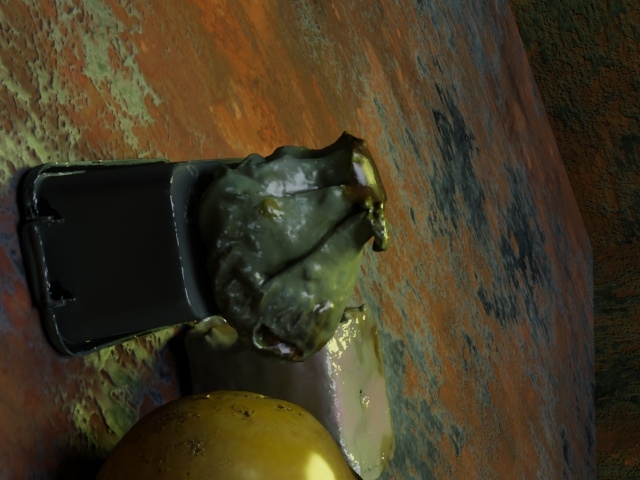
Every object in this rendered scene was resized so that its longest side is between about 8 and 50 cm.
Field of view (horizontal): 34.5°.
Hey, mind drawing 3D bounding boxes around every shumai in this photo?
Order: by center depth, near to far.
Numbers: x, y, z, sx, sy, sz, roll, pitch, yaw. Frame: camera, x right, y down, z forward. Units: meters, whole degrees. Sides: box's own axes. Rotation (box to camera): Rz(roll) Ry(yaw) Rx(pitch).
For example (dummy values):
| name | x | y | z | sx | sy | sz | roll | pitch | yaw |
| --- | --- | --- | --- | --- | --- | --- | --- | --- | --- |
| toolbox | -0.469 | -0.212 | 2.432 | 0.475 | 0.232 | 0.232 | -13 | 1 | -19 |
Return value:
| name | x | y | z | sx | sy | sz | roll | pitch | yaw |
| --- | --- | --- | --- | --- | --- | --- | --- | --- | --- |
| shumai | 0.001 | 0.006 | 0.838 | 0.184 | 0.141 | 0.184 | 36 | 48 | -56 |

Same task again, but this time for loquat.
| name | x | y | z | sx | sy | sz | roll | pitch | yaw |
| --- | --- | --- | --- | --- | --- | --- | --- | --- | --- |
| loquat | -0.073 | 0.230 | 0.808 | 0.235 | 0.235 | 0.235 | -10 | 90 | -67 |

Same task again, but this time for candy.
| name | x | y | z | sx | sy | sz | roll | pitch | yaw |
| --- | --- | --- | --- | --- | --- | --- | --- | --- | --- |
| candy | -0.033 | 0.156 | 1.007 | 0.137 | 0.184 | 0.195 | -24 | 108 | -61 |

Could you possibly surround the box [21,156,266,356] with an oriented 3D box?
| name | x | y | z | sx | sy | sz | roll | pitch | yaw |
| --- | --- | --- | --- | --- | --- | --- | --- | --- | --- |
| box | -0.126 | 0.001 | 0.891 | 0.243 | 0.135 | 0.163 | -11 | 92 | -67 |
